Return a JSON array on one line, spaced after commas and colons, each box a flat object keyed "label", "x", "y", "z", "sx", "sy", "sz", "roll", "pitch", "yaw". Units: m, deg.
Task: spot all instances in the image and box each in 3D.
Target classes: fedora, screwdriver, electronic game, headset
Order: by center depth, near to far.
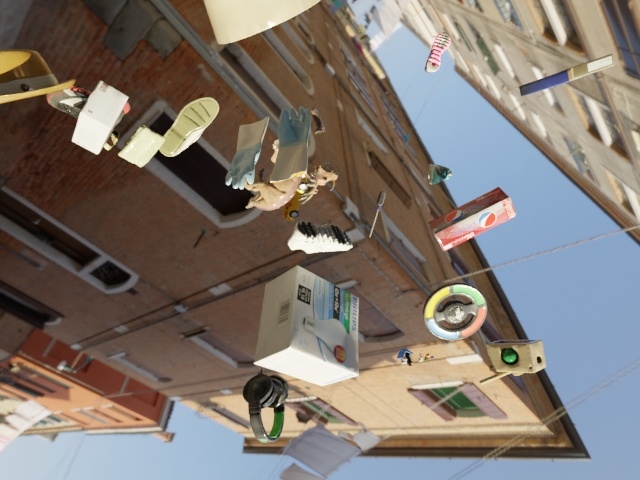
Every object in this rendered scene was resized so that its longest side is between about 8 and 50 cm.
[{"label": "fedora", "x": -0.547, "y": -0.291, "z": 0.715, "sx": 0.194, "sy": 0.079, "sz": 0.194, "roll": -10, "pitch": -153, "yaw": 5}, {"label": "screwdriver", "x": 0.196, "y": -0.092, "z": 1.415, "sx": 0.025, "sy": 0.024, "sz": 0.169, "roll": -92, "pitch": -163, "yaw": -72}, {"label": "electronic game", "x": 0.485, "y": 0.257, "z": 1.454, "sx": 0.229, "sy": 0.229, "sz": 0.048, "roll": -41, "pitch": -166, "yaw": 11}, {"label": "headset", "x": -0.202, "y": 0.628, "z": 1.697, "sx": 0.185, "sy": 0.243, "sz": 0.394, "roll": -15, "pitch": -114, "yaw": 15}]

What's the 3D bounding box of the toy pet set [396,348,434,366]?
[{"label": "toy pet set", "x": 0.366, "y": 0.460, "z": 1.616, "sx": 0.114, "sy": 0.122, "sz": 0.065, "roll": -46, "pitch": -123, "yaw": 60}]

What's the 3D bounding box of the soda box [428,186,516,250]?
[{"label": "soda box", "x": 0.512, "y": -0.073, "z": 1.371, "sx": 0.263, "sy": 0.083, "sz": 0.092, "roll": -28, "pitch": -153, "yaw": 14}]

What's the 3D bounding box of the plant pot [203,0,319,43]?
[{"label": "plant pot", "x": -0.159, "y": -0.590, "z": 0.814, "sx": 0.257, "sy": 0.274, "sz": 0.256, "roll": -17, "pitch": -143, "yaw": 13}]

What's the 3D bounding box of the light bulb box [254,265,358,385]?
[{"label": "light bulb box", "x": -0.041, "y": 0.356, "z": 1.642, "sx": 0.225, "sy": 0.361, "sz": 0.357, "roll": -31, "pitch": -138, "yaw": 38}]

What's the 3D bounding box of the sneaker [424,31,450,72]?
[{"label": "sneaker", "x": 0.335, "y": -0.542, "z": 1.171, "sx": 0.057, "sy": 0.047, "sz": 0.119, "roll": -115, "pitch": -130, "yaw": -84}]

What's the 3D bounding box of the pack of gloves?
[{"label": "pack of gloves", "x": -0.120, "y": -0.219, "z": 0.889, "sx": 0.195, "sy": 0.046, "sz": 0.232, "roll": -11, "pitch": -129, "yaw": 18}]

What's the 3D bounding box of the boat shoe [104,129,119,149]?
[{"label": "boat shoe", "x": -0.765, "y": -0.372, "z": 1.468, "sx": 0.045, "sy": 0.050, "sz": 0.135, "roll": -30, "pitch": -141, "yaw": 4}]

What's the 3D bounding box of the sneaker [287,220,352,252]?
[{"label": "sneaker", "x": 0.000, "y": 0.000, "z": 1.606, "sx": 0.118, "sy": 0.292, "sz": 0.110, "roll": -50, "pitch": -135, "yaw": 34}]

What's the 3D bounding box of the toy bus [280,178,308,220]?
[{"label": "toy bus", "x": -0.135, "y": -0.239, "z": 1.836, "sx": 0.332, "sy": 0.130, "sz": 0.108, "roll": 112, "pitch": -20, "yaw": -47}]

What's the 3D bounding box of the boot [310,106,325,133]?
[{"label": "boot", "x": -0.021, "y": -0.521, "z": 1.746, "sx": 0.037, "sy": 0.114, "sz": 0.106, "roll": -17, "pitch": -168, "yaw": 19}]

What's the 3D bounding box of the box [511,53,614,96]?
[{"label": "box", "x": 0.674, "y": -0.459, "z": 1.143, "sx": 0.136, "sy": 0.036, "sz": 0.225, "roll": -21, "pitch": -168, "yaw": -11}]

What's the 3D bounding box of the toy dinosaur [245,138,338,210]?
[{"label": "toy dinosaur", "x": -0.110, "y": -0.160, "z": 1.207, "sx": 0.296, "sy": 0.200, "sz": 0.127, "roll": -41, "pitch": 175, "yaw": 13}]

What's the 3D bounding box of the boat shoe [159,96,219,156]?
[{"label": "boat shoe", "x": -0.535, "y": -0.469, "z": 1.650, "sx": 0.302, "sy": 0.113, "sz": 0.103, "roll": -40, "pitch": -166, "yaw": 5}]

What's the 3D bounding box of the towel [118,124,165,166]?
[{"label": "towel", "x": -0.636, "y": -0.335, "z": 1.446, "sx": 0.148, "sy": 0.110, "sz": 0.027, "roll": -45, "pitch": -118, "yaw": 10}]

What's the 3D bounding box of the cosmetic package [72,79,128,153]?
[{"label": "cosmetic package", "x": -0.635, "y": -0.345, "z": 1.157, "sx": 0.231, "sy": 0.085, "sz": 0.117, "roll": -10, "pitch": -123, "yaw": 53}]

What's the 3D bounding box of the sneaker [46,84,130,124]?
[{"label": "sneaker", "x": -0.781, "y": -0.434, "z": 1.331, "sx": 0.097, "sy": 0.276, "sz": 0.135, "roll": 92, "pitch": 9, "yaw": -69}]

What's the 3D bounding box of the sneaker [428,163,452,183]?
[{"label": "sneaker", "x": 0.406, "y": -0.227, "z": 1.360, "sx": 0.076, "sy": 0.065, "sz": 0.166, "roll": 4, "pitch": -158, "yaw": 11}]

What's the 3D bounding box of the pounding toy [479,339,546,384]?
[{"label": "pounding toy", "x": 0.496, "y": 0.315, "z": 1.051, "sx": 0.130, "sy": 0.141, "sz": 0.100, "roll": -14, "pitch": -104, "yaw": 41}]
